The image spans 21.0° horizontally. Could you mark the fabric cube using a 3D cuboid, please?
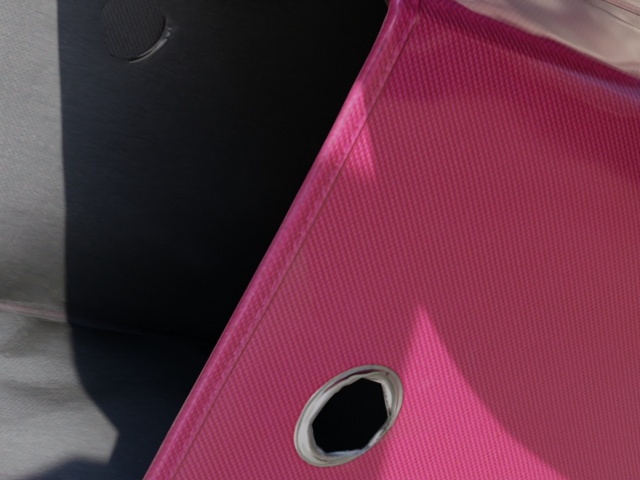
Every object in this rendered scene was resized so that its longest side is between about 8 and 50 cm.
[{"bbox_3d":[0.000,0.000,0.630,0.258,0.254,0.259,15,23,-40],"label":"fabric cube"}]
